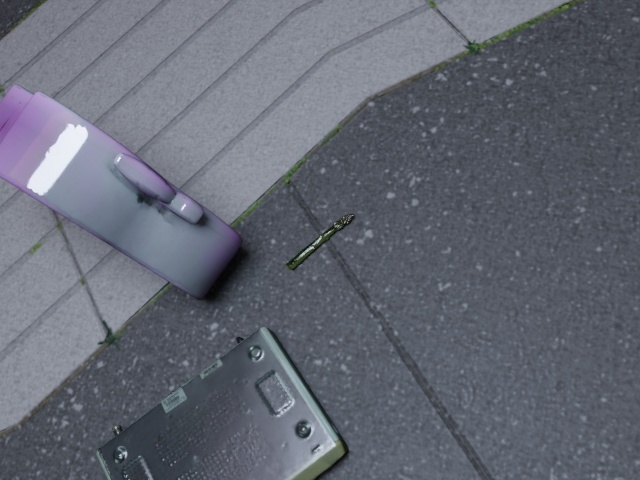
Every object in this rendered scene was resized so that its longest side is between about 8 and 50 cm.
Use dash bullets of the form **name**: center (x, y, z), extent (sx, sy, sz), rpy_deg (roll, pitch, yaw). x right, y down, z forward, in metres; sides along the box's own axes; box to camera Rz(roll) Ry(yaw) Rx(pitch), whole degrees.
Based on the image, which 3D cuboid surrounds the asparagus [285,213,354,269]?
- **asparagus**: center (0.000, 0.000, 0.898), extent (0.114, 0.014, 0.015), rpy_deg (-41, 42, -3)

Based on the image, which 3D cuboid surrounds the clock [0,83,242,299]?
- **clock**: center (-0.262, -0.052, 0.828), extent (0.338, 0.338, 0.102), rpy_deg (28, 80, 25)

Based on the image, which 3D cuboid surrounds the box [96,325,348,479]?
- **box**: center (-0.127, 0.253, 0.811), extent (0.270, 0.045, 0.211), rpy_deg (-35, 64, 0)
